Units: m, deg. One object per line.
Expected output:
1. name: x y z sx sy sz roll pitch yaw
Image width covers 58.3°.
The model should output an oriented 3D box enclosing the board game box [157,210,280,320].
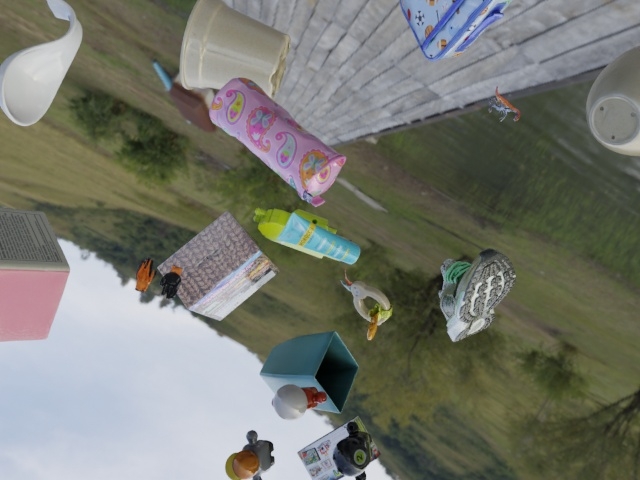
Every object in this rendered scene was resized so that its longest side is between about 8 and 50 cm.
1. board game box: -0.264 0.079 1.566 0.141 0.232 0.291 49 176 14

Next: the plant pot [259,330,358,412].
1. plant pot: -0.045 0.379 1.671 0.234 0.166 0.165 -7 127 35

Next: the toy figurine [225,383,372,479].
1. toy figurine: -0.031 0.372 0.992 0.213 0.209 0.148 39 180 17

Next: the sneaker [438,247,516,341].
1. sneaker: 0.359 0.114 1.464 0.182 0.158 0.410 58 165 28

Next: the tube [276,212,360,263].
1. tube: 0.000 0.000 1.389 0.207 0.080 0.052 22 -161 -28

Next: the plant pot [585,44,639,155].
1. plant pot: 0.792 -0.331 1.452 0.284 0.191 0.284 38 143 36

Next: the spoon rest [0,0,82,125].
1. spoon rest: -0.527 -0.344 1.090 0.084 0.276 0.137 10 157 6

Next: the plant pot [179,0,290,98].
1. plant pot: -0.275 -0.639 1.968 0.305 0.334 0.334 17 -179 0

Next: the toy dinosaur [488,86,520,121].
1. toy dinosaur: 0.438 -0.312 1.353 0.082 0.047 0.090 6 152 -4

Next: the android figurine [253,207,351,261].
1. android figurine: -0.055 -0.020 1.569 0.273 0.056 0.248 21 163 -2

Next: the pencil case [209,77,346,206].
1. pencil case: -0.084 -0.193 1.110 0.284 0.124 0.124 42 -176 14

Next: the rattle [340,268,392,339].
1. rattle: 0.108 0.194 1.745 0.199 0.143 0.130 45 154 3

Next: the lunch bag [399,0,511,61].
1. lunch bag: 0.319 -0.579 1.339 0.243 0.115 0.303 70 155 12

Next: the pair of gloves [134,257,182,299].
1. pair of gloves: -0.300 0.071 1.062 0.083 0.074 0.010 21 142 -21

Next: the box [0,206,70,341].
1. box: -0.467 0.040 0.729 0.232 0.127 0.148 6 -150 -44

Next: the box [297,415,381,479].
1. box: 0.045 0.556 1.498 0.114 0.207 0.036 58 -154 13
